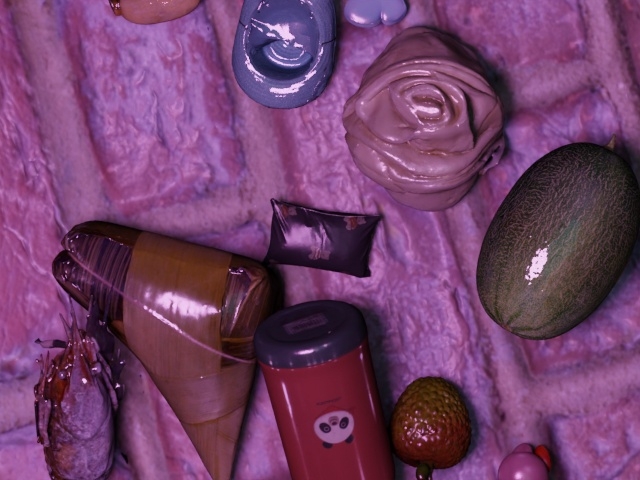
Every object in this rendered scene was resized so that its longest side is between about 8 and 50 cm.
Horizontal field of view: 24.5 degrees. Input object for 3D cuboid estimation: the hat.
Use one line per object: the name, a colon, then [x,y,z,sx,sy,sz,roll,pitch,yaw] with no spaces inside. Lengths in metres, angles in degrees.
hat: [-0.043,-0.271,1.946,0.138,0.078,0.191,14,110,8]

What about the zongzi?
zongzi: [-0.221,0.151,1.919,0.289,0.154,0.318,14,95,7]

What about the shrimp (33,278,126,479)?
shrimp: [-0.307,0.188,1.874,0.116,0.145,0.343,2,125,-11]

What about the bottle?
bottle: [0.016,0.253,1.883,0.144,0.144,0.336,-12,111,0]

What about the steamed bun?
steamed bun: [0.141,-0.157,1.909,0.211,0.144,0.218,39,91,-1]

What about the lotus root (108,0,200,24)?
lotus root: [-0.207,-0.326,1.949,0.150,0.062,0.073,-15,91,2]

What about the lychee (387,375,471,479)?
lychee: [0.141,0.249,1.930,0.114,0.114,0.146,5,69,0]

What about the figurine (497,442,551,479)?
figurine: [0.270,0.310,1.954,0.071,0.067,0.083,2,74,-20]

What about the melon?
melon: [0.312,-0.008,1.892,0.182,0.182,0.288,31,92,0]

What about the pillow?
pillow: [0.000,0.000,1.960,0.150,0.048,0.090,9,88,-2]

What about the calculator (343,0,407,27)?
calculator: [0.086,-0.433,1.957,0.188,0.042,0.303,5,88,-1]
